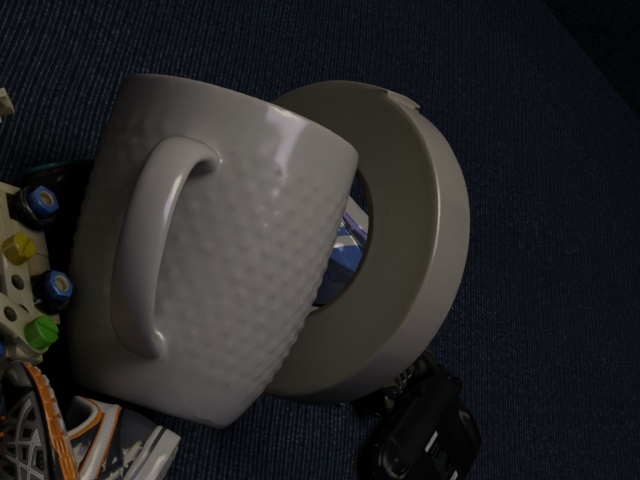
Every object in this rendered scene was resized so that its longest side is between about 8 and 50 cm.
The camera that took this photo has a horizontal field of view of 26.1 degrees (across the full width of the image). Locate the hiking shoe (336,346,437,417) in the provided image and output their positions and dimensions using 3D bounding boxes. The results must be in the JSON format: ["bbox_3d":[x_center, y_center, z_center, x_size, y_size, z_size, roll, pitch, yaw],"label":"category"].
[{"bbox_3d":[0.083,0.196,1.940,0.226,0.086,0.114,9,66,-44],"label":"hiking shoe"}]

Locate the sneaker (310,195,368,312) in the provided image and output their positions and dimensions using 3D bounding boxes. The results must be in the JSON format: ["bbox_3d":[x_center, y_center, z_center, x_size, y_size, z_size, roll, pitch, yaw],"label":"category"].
[{"bbox_3d":[-0.041,0.037,1.815,0.322,0.130,0.236,39,53,1],"label":"sneaker"}]

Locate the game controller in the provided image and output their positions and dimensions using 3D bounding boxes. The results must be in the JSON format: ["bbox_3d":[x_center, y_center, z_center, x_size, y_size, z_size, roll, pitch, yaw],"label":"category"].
[{"bbox_3d":[0.152,0.304,1.981,0.319,0.067,0.167,-44,118,-59],"label":"game controller"}]

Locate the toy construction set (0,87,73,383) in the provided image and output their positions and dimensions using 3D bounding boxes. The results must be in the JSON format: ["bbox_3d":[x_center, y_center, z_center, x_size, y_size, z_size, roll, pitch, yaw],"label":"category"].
[{"bbox_3d":[-0.346,0.005,1.362,0.215,0.151,0.328,20,61,-50],"label":"toy construction set"}]

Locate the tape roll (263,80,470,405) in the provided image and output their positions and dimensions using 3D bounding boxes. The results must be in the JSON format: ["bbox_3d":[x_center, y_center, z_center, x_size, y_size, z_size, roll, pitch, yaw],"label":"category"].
[{"bbox_3d":[0.000,0.000,1.645,0.072,0.392,0.392,21,49,-48],"label":"tape roll"}]

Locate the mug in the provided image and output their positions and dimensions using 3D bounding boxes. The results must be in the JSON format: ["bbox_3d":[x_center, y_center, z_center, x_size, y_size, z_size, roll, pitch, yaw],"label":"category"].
[{"bbox_3d":[-0.140,0.015,1.442,0.374,0.276,0.328,56,50,-78],"label":"mug"}]

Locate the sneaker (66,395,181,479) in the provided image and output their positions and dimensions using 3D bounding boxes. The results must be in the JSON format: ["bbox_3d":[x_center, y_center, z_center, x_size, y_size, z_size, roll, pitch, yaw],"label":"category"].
[{"bbox_3d":[-0.255,0.283,1.287,0.127,0.126,0.321,29,46,0],"label":"sneaker"}]

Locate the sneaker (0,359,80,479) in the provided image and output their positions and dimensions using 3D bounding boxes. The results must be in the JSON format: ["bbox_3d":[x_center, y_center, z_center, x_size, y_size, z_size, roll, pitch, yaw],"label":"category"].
[{"bbox_3d":[-0.258,0.200,1.222,0.084,0.083,0.215,85,-15,-54],"label":"sneaker"}]

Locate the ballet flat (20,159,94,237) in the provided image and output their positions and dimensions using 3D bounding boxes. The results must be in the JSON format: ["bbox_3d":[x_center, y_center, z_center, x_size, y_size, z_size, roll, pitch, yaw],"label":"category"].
[{"bbox_3d":[-0.240,-0.061,1.633,0.280,0.095,0.096,-22,95,-50],"label":"ballet flat"}]
